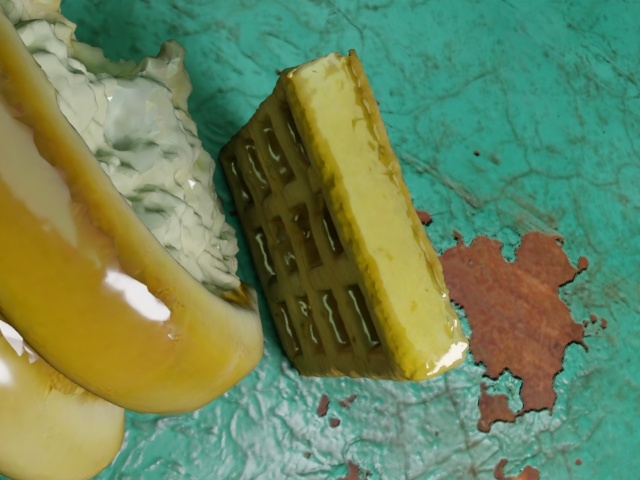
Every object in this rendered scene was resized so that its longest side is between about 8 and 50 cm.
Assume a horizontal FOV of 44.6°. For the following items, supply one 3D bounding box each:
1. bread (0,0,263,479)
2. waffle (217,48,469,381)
[{"bbox_3d":[-0.216,-0.047,0.570,0.245,0.329,0.424,-32,96,20],"label":"bread"},{"bbox_3d":[0.000,0.000,0.606,0.055,0.248,0.221,-19,88,-22],"label":"waffle"}]
